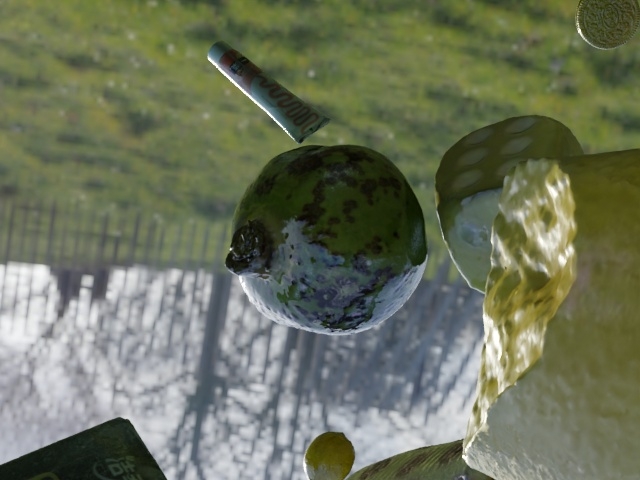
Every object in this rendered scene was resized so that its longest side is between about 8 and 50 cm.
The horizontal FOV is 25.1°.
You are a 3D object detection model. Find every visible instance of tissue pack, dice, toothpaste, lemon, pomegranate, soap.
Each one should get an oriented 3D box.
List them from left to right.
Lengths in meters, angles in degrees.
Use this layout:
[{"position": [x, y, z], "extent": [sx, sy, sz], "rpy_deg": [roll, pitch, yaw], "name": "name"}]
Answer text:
[{"position": [-0.314, 0.343, 1.602], "extent": [0.316, 0.103, 0.228], "rpy_deg": [-21, -139, -21], "name": "tissue pack"}, {"position": [-0.075, -0.202, 1.942], "extent": [0.205, 0.056, 0.036], "rpy_deg": [41, 161, 27], "name": "toothpaste"}, {"position": [0.000, 0.000, 1.750], "extent": [0.254, 0.254, 0.271], "rpy_deg": [18, -164, 42], "name": "pomegranate"}, {"position": [0.010, 0.272, 1.776], "extent": [0.062, 0.083, 0.062], "rpy_deg": [24, 155, 12], "name": "lemon"}, {"position": [0.249, -0.041, 1.790], "extent": [0.166, 0.169, 0.169], "rpy_deg": [-15, -150, 23], "name": "dice"}, {"position": [0.245, 0.078, 1.108], "extent": [0.115, 0.306, 0.427], "rpy_deg": [14, 176, -35], "name": "soap"}]

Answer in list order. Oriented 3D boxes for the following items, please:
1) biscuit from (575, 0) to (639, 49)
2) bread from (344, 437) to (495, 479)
[{"position": [0.362, -0.284, 1.812], "extent": [0.084, 0.084, 0.023], "rpy_deg": [7, -165, -11], "name": "biscuit"}, {"position": [0.161, 0.359, 1.839], "extent": [0.155, 0.187, 0.338], "rpy_deg": [-40, -172, -30], "name": "bread"}]
